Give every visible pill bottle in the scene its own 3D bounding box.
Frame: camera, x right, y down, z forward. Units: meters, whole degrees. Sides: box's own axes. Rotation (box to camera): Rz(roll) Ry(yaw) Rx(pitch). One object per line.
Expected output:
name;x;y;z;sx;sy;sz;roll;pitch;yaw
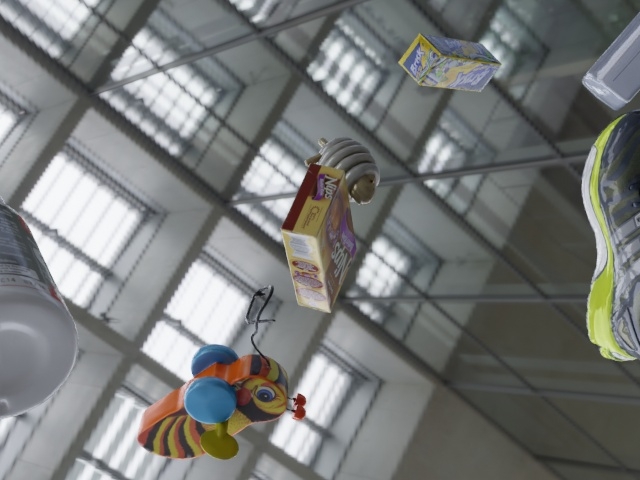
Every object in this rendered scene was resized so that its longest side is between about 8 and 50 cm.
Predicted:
pill bottle;-0.376;0.050;1.254;0.161;0.283;0.161;-15;-53;-20

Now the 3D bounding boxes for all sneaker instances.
sneaker;0.378;0.000;1.312;0.111;0.121;0.300;-11;-78;-26

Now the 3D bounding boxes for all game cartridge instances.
game cartridge;0.349;-0.222;1.166;0.060;0.196;0.294;38;-158;7

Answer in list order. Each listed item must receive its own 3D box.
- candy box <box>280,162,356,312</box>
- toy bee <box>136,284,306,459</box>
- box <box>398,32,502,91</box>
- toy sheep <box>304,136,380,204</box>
candy box;0.000;0.000;1.499;0.187;0.053;0.109;78;-150;-55
toy bee;-0.108;0.219;1.569;0.162;0.298;0.195;37;-133;-18
box;0.196;-0.265;1.725;0.169;0.059;0.054;-3;-133;-49
toy sheep;0.031;-0.096;1.553;0.091;0.091;0.132;-12;-129;-35
